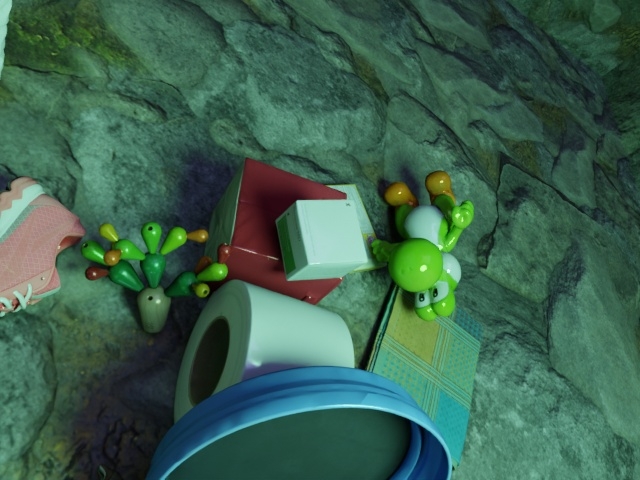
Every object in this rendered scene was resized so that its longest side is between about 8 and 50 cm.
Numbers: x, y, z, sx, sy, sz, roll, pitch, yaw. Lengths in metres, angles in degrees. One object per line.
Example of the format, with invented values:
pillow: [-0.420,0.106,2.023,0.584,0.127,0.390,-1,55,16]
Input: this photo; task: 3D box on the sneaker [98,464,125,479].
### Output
sneaker: [-0.323,0.352,0.677,0.071,0.066,0.188,46,38,17]

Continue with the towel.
towel: [0.224,0.254,1.175,0.271,0.040,0.370,40,45,-14]

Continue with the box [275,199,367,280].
box: [0.000,0.000,0.828,0.102,0.087,0.101,-2,72,-29]

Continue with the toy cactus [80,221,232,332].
toy cactus: [-0.245,0.061,0.823,0.219,0.180,0.112,3,27,-9]

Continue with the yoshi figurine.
yoshi figurine: [0.218,-0.009,1.195,0.203,0.203,0.362,13,47,-12]

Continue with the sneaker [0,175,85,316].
sneaker: [-0.421,0.051,0.730,0.136,0.116,0.313,35,48,-19]

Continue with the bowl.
bowl: [-0.030,0.311,0.714,0.391,0.391,0.077,22,27,-27]

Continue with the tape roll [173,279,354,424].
tape roll: [-0.089,0.196,0.816,0.169,0.246,0.246,21,53,-28]

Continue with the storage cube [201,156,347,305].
storage cube: [-0.085,0.006,0.961,0.193,0.215,0.183,18,55,-21]

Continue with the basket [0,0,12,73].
basket: [-0.525,-0.261,0.530,0.331,0.328,0.266,53,47,-1]

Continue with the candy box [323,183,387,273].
candy box: [0.069,-0.030,1.227,0.105,0.027,0.205,-5,68,-43]
